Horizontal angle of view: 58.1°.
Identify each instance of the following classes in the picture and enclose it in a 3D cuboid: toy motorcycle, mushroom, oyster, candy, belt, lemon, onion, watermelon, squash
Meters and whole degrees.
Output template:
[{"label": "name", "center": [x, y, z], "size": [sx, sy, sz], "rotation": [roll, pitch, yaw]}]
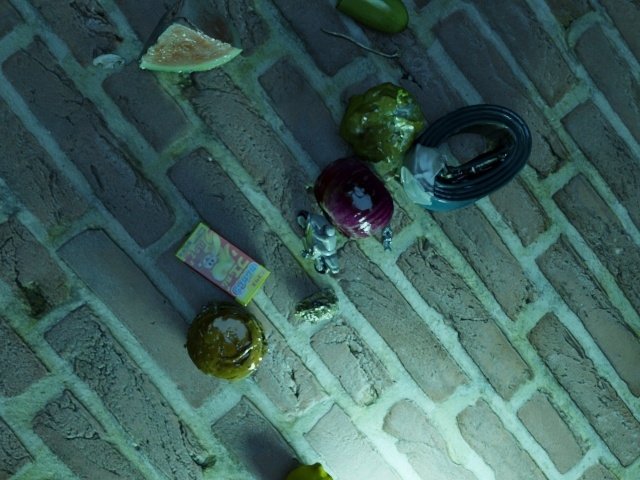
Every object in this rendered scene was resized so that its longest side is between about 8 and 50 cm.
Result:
[{"label": "toy motorcycle", "center": [0.000, 0.000, 1.855], "size": [0.074, 0.151, 0.228], "rotation": [-19, 89, -43]}, {"label": "mushroom", "center": [-0.657, -0.555, 1.787], "size": [0.101, 0.019, 0.049], "rotation": [-3, 90, -8]}, {"label": "oyster", "center": [-0.011, 0.227, 1.898], "size": [0.166, 0.053, 0.108], "rotation": [-21, 104, -17]}, {"label": "mushroom", "center": [0.138, -0.659, 1.933], "size": [0.286, 0.026, 0.028], "rotation": [13, 72, -9]}, {"label": "candy", "center": [-0.310, 0.072, 1.822], "size": [0.276, 0.088, 0.146], "rotation": [38, 83, -9]}, {"label": "belt", "center": [0.478, -0.277, 1.922], "size": [0.437, 0.173, 0.300], "rotation": [-26, 86, -13]}, {"label": "lemon", "center": [-0.036, 0.820, 1.830], "size": [0.187, 0.187, 0.244], "rotation": [13, 90, -10]}, {"label": "onion", "center": [0.108, -0.140, 1.829], "size": [0.256, 0.230, 0.272], "rotation": [25, 92, -9]}, {"label": "watermelon", "center": [-0.403, -0.614, 1.743], "size": [0.310, 0.231, 0.193], "rotation": [2, 55, 6]}, {"label": "squash", "center": [0.182, -0.768, 1.888], "size": [0.247, 0.132, 0.132], "rotation": [24, 86, -12]}]

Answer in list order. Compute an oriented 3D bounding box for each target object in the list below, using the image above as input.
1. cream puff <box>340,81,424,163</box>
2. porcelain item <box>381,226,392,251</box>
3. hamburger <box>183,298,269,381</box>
[{"label": "cream puff", "center": [0.189, -0.388, 1.860], "size": [0.282, 0.185, 0.281], "rotation": [-10, 122, -17]}, {"label": "porcelain item", "center": [0.227, -0.004, 1.949], "size": [0.036, 0.028, 0.083], "rotation": [-3, 90, -8]}, {"label": "hamburger", "center": [-0.296, 0.301, 1.772], "size": [0.245, 0.211, 0.260], "rotation": [-16, 98, -4]}]
